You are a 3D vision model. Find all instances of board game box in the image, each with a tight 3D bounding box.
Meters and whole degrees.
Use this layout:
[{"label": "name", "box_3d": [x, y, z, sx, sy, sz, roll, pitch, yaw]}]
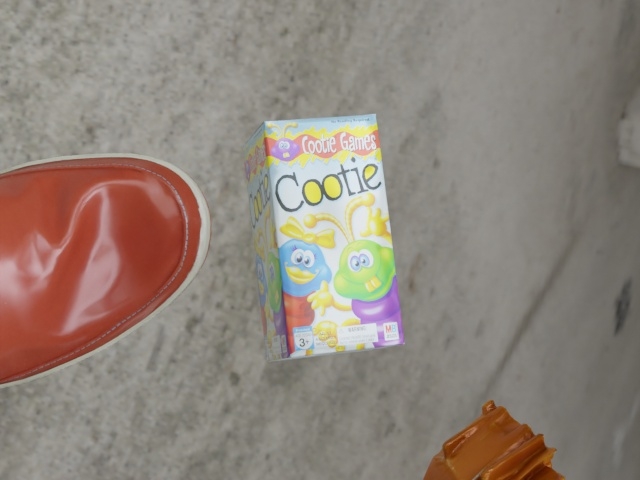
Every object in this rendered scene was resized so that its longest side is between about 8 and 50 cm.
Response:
[{"label": "board game box", "box_3d": [0.000, 0.000, 1.433, 0.142, 0.144, 0.275, 149, -65, -75]}]

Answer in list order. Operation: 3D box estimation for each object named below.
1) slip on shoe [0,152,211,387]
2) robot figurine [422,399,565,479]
[{"label": "slip on shoe", "box_3d": [-0.213, 0.030, 0.638, 0.331, 0.101, 0.123, -15, 92, -18]}, {"label": "robot figurine", "box_3d": [0.064, 0.235, 0.607, 0.211, 0.085, 0.291, -27, 124, -22]}]
